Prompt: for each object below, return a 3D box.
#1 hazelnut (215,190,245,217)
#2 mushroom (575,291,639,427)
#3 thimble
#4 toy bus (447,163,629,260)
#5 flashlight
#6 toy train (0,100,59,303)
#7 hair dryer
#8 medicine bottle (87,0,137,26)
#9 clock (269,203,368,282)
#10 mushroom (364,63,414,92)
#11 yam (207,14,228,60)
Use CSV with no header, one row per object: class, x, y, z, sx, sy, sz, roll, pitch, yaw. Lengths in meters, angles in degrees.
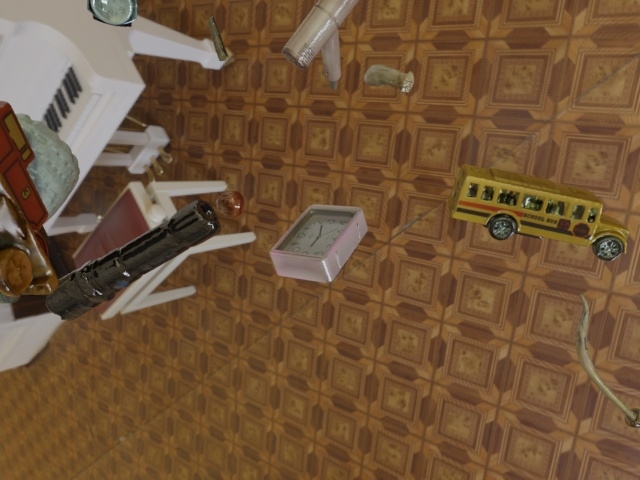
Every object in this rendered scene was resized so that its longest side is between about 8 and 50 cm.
hazelnut,-0.253,-0.104,1.327,0.086,0.086,0.086,5,99,33
mushroom,0.616,0.267,1.037,0.043,0.068,0.306,120,127,-75
thimble,-0.652,-0.147,1.023,0.205,0.172,0.250,14,144,5
toy bus,0.433,-0.060,0.940,0.335,0.121,0.123,13,113,6
flashlight,-0.394,0.044,1.001,0.424,0.103,0.103,-28,80,12
toy train,-0.539,-0.064,0.729,0.163,0.231,0.369,1,132,2
hair dryer,0.035,-0.361,0.855,0.054,0.220,0.195,38,92,17
medicine bottle,-0.375,-0.437,0.849,0.258,0.079,0.124,-120,41,-50
clock,0.000,0.000,1.038,0.150,0.197,0.063,6,131,33
mushroom,0.244,-0.576,1.668,0.081,0.092,0.223,-49,38,-7
yam,-0.292,-0.567,1.314,0.033,0.027,0.129,-24,83,41
